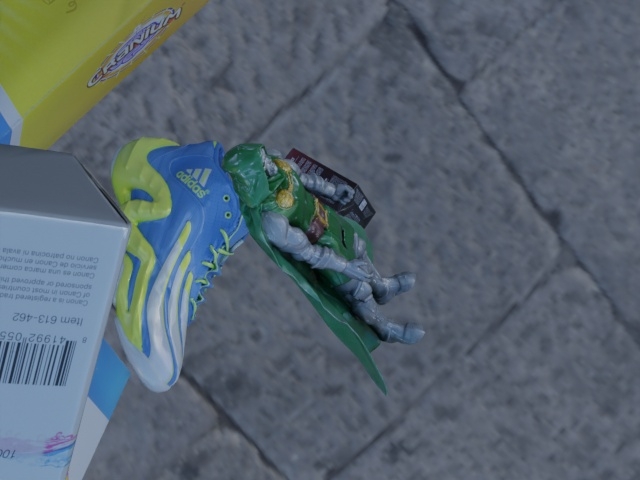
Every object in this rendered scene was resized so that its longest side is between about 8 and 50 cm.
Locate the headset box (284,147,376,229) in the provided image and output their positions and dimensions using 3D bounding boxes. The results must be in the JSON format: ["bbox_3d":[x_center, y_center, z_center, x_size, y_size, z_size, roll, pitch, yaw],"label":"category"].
[{"bbox_3d":[0.001,-0.044,1.372,0.032,0.083,0.062,-55,153,-10],"label":"headset box"}]

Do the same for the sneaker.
[{"bbox_3d":[-0.116,0.009,1.349,0.126,0.240,0.091,-12,156,10],"label":"sneaker"}]

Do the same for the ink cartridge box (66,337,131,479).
[{"bbox_3d":[-0.355,0.189,1.551,0.197,0.198,0.270,67,42,-60],"label":"ink cartridge box"}]

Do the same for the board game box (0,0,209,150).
[{"bbox_3d":[-0.187,-0.147,0.699,0.242,0.064,0.316,43,79,7],"label":"board game box"}]

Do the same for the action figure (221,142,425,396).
[{"bbox_3d":[0.000,0.000,1.084,0.063,0.137,0.232,-24,141,19],"label":"action figure"}]

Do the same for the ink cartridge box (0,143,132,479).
[{"bbox_3d":[-0.156,0.054,0.551,0.127,0.072,0.175,7,110,-29],"label":"ink cartridge box"}]
